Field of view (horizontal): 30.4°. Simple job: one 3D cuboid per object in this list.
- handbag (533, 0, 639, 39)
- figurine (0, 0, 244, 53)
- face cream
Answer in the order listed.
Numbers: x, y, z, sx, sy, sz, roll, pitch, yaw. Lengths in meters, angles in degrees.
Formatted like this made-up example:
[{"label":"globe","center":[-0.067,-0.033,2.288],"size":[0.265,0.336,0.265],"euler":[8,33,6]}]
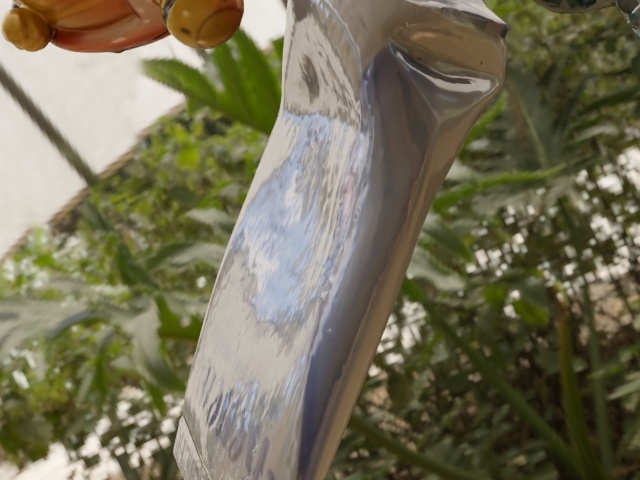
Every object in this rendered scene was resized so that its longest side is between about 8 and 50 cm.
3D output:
[{"label":"handbag","center":[0.153,-0.078,0.291],"size":[0.179,0.229,0.062],"euler":[-33,-34,10]},{"label":"figurine","center":[-0.123,-0.260,0.876],"size":[0.323,0.320,0.196],"euler":[-17,-23,10]},{"label":"face cream","center":[0.000,0.000,0.760],"size":[0.137,0.420,0.235],"euler":[14,11,-27]}]
